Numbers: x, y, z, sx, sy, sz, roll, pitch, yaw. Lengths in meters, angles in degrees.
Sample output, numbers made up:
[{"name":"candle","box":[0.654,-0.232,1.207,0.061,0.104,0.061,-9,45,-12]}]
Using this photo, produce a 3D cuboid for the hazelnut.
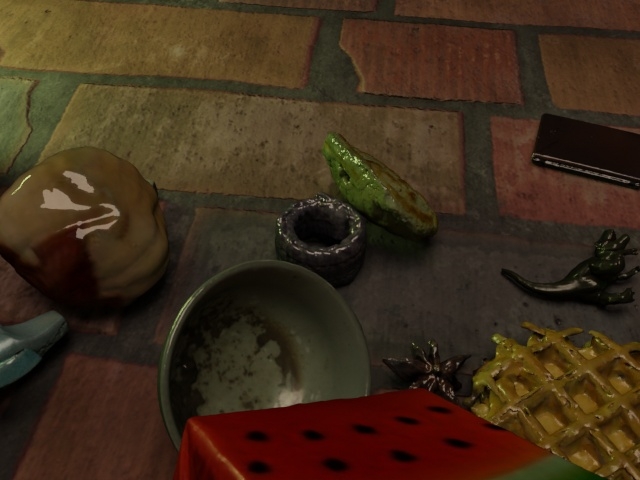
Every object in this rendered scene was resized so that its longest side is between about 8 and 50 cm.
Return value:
[{"name":"hazelnut","box":[-0.365,-0.018,1.015,0.261,0.241,0.261,12,62,-23]}]

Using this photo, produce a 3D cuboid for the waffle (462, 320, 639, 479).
[{"name":"waffle","box":[0.371,0.274,0.836,0.379,0.095,0.382,9,47,9]}]

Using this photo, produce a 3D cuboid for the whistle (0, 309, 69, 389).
[{"name":"whistle","box":[-0.479,0.185,0.904,0.274,0.093,0.186,-37,32,-32]}]

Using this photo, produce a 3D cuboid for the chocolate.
[{"name":"chocolate","box":[0.055,0.270,0.614,0.360,0.161,0.341,1,5,-28]}]

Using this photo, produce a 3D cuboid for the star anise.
[{"name":"star anise","box":[0.146,0.189,0.919,0.129,0.056,0.124,21,55,-3]}]

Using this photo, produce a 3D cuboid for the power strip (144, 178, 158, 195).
[{"name":"power strip","box":[-0.377,-0.081,1.168,0.175,0.042,0.075,9,51,7]}]

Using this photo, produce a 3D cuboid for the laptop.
[{"name":"laptop","box":[0.524,-0.178,1.273,0.207,0.026,0.154,16,49,12]}]

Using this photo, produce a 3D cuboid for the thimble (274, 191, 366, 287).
[{"name":"thimble","box":[0.002,0.002,1.062,0.150,0.098,0.150,0,50,0]}]

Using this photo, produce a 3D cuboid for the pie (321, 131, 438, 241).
[{"name":"pie","box":[0.097,-0.081,1.103,0.090,0.201,0.248,-50,49,8]}]

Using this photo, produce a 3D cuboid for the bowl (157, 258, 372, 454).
[{"name":"bowl","box":[-0.088,0.178,0.846,0.289,0.146,0.289,7,76,-30]}]

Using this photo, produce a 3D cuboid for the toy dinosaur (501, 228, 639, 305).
[{"name":"toy dinosaur","box":[0.422,0.053,1.074,0.179,0.087,0.187,-4,17,46]}]
